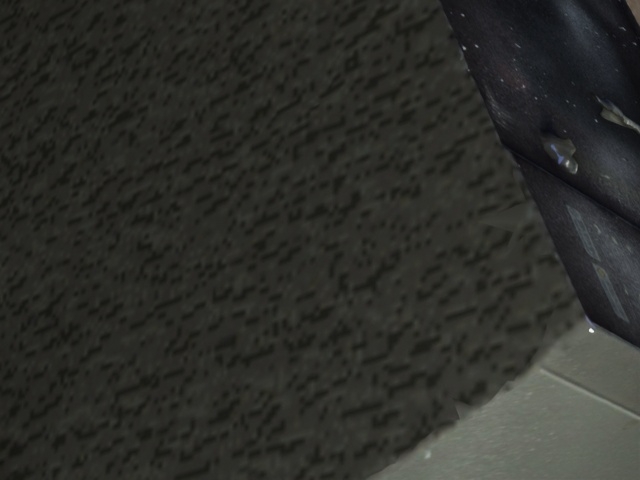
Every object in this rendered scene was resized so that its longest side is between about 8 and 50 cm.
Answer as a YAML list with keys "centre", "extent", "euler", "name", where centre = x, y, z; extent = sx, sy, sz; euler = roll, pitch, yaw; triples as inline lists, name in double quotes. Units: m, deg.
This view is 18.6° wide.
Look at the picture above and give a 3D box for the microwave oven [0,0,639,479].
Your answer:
- centre: [0.000, 0.000, 0.958]
  extent: [0.236, 0.374, 0.432]
  euler: [26, 33, -43]
  name: "microwave oven"
